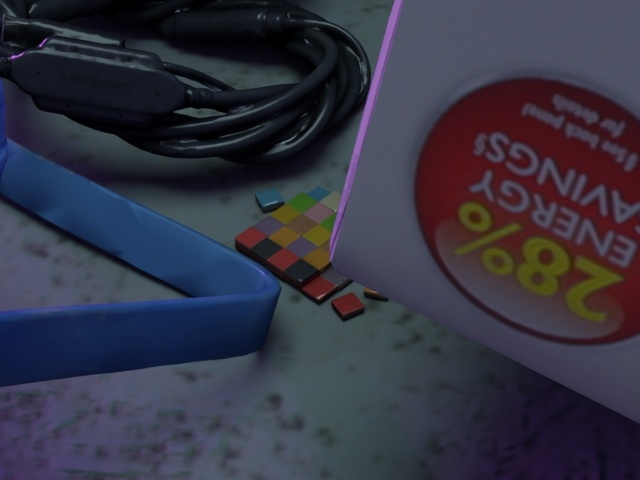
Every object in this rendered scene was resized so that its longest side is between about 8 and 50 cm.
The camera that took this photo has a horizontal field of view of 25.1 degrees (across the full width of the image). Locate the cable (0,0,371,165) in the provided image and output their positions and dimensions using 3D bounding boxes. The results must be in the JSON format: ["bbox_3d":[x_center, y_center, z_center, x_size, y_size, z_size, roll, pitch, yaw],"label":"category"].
[{"bbox_3d":[-0.069,-0.085,0.651,0.184,0.047,0.150,6,27,-9],"label":"cable"}]

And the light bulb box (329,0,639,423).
[{"bbox_3d":[0.252,-0.085,0.418,0.358,0.225,0.361,27,39,15],"label":"light bulb box"}]

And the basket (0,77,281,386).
[{"bbox_3d":[-0.183,-0.010,0.483,0.255,0.201,0.289,24,13,29],"label":"basket"}]

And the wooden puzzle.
[{"bbox_3d":[0.000,0.000,0.582,0.083,0.006,0.049,32,53,33],"label":"wooden puzzle"}]
